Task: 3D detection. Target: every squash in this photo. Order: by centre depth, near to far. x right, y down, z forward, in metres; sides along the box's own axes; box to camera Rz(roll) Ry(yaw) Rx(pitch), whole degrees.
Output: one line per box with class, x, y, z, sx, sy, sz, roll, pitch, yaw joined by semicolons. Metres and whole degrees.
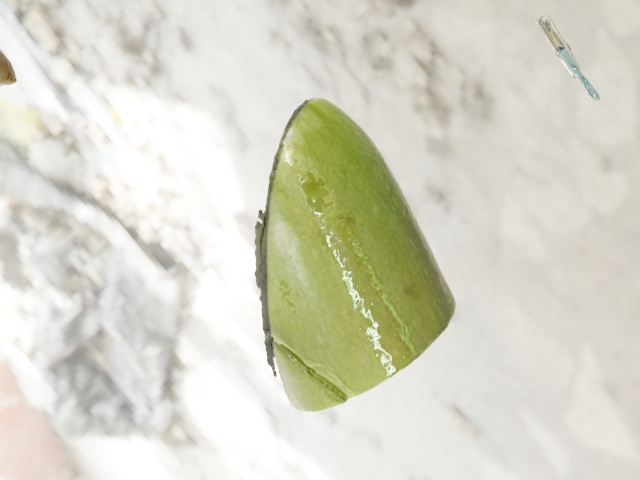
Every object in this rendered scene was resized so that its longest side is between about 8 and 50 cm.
squash;0.000;0.000;1.986;0.210;0.233;0.309;-18;112;39

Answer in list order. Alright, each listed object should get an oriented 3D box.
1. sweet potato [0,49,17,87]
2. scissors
sweet potato;-0.408;-0.221;1.598;0.092;0.114;0.341;27;163;45
scissors;0.200;-0.154;1.427;0.058;0.014;0.119;54;-174;32
